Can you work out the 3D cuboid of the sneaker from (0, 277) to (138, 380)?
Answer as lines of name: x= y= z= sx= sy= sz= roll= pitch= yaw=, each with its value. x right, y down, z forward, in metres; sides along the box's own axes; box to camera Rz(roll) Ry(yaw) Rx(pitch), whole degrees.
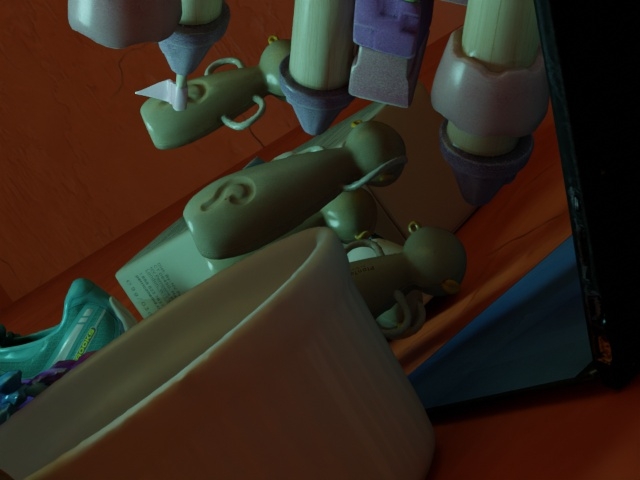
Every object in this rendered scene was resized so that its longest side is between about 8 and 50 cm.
sneaker: x=-0.276 y=0.129 z=1.647 sx=0.275 sy=0.110 sz=0.107 roll=-33 pitch=8 yaw=14

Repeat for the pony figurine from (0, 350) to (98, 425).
pony figurine: x=-0.262 y=0.149 z=1.365 sx=0.363 sy=0.303 sz=0.351 roll=-33 pitch=39 yaw=-20

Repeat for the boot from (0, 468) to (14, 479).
boot: x=-0.163 y=0.222 z=0.769 sx=0.115 sy=0.112 sz=0.305 roll=-14 pitch=42 yaw=36

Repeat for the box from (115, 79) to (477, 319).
box: x=-0.019 y=-0.007 z=1.659 sx=0.311 sy=0.121 sz=0.148 roll=-27 pitch=10 yaw=42

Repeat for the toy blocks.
toy blocks: x=0.029 y=-0.169 z=1.154 sx=0.309 sy=0.289 sz=0.260 roll=-65 pitch=-15 yaw=-46

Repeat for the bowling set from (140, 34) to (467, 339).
bowling set: x=0.001 y=0.008 z=1.287 sx=0.154 sy=0.200 sz=0.287 roll=-23 pitch=50 yaw=-2

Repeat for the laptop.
laptop: x=0.186 y=-0.108 z=1.047 sx=0.236 sy=0.408 sz=0.382 roll=24 pitch=51 yaw=40

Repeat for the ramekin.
ramekin: x=-0.071 y=0.124 z=1.017 sx=0.277 sy=0.135 sz=0.277 roll=-34 pitch=7 yaw=5

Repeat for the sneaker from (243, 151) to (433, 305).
sneaker: x=0.000 y=0.000 z=1.416 sx=0.094 sy=0.153 sz=0.235 roll=-37 pitch=8 yaw=-14
